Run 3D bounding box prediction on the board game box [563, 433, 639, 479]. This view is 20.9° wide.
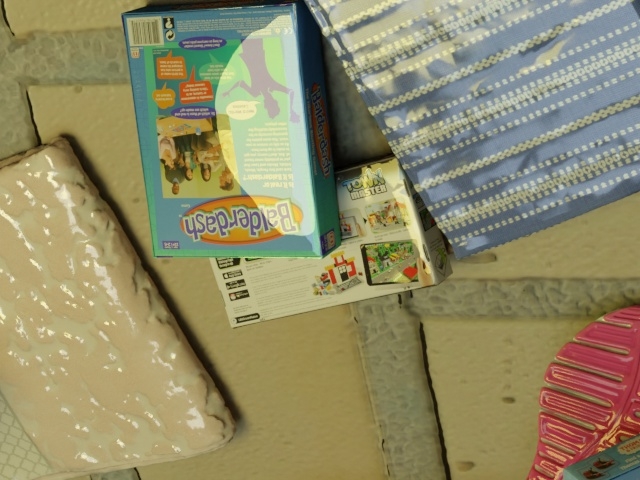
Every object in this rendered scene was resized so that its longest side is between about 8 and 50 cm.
[{"bbox_3d":[0.290,0.217,1.408,0.039,0.211,0.160,38,140,49],"label":"board game box"}]

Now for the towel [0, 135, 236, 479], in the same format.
[{"bbox_3d":[-0.281,0.089,1.657,0.317,0.053,0.332,-17,113,31],"label":"towel"}]

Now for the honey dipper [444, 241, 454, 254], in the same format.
[{"bbox_3d":[0.130,-0.003,1.441,0.160,0.030,0.030,-23,109,37],"label":"honey dipper"}]

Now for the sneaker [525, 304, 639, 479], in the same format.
[{"bbox_3d":[0.231,0.167,1.460,0.103,0.111,0.252,27,106,20],"label":"sneaker"}]

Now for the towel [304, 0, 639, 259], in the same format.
[{"bbox_3d":[0.126,-0.167,1.322,0.243,0.040,0.336,-23,105,30],"label":"towel"}]

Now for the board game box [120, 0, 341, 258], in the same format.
[{"bbox_3d":[-0.073,-0.090,1.429,0.160,0.047,0.210,1,105,23],"label":"board game box"}]

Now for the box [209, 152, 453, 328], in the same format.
[{"bbox_3d":[0.000,0.000,1.473,0.207,0.036,0.114,-13,99,29],"label":"box"}]
